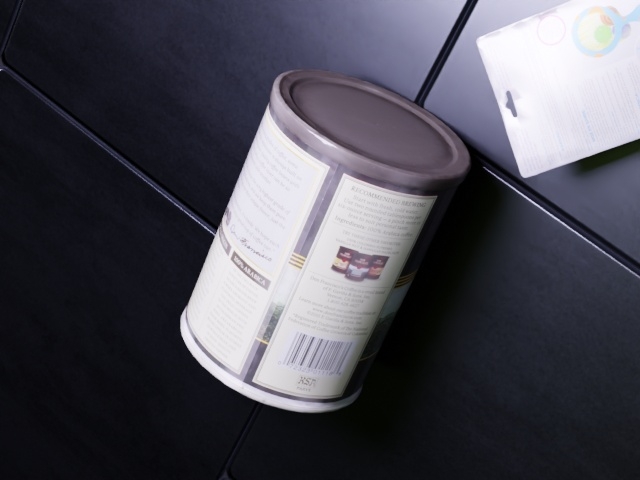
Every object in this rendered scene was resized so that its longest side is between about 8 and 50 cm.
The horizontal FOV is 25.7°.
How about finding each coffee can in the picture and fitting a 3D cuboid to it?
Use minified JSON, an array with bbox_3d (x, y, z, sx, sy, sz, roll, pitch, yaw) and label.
[{"bbox_3d":[0.000,0.000,1.376,0.201,0.201,0.275,34,117,20],"label":"coffee can"}]

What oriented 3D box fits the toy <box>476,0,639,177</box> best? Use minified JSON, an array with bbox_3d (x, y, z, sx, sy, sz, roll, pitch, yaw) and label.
[{"bbox_3d":[0.274,-0.158,1.258,0.237,0.056,0.137,-19,87,28],"label":"toy"}]
